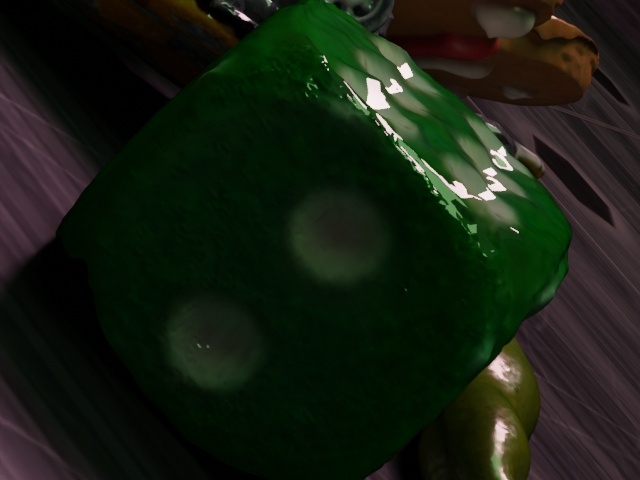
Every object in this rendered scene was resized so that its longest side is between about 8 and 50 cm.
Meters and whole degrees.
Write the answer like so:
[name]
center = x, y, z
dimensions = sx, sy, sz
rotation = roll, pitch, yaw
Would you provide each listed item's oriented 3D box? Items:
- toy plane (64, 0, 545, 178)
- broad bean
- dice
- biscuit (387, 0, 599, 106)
[toy plane]
center = -0.061, -0.107, 0.767
dimensions = 0.316, 0.103, 0.204
rotation = 42, -12, -4
[broad bean]
center = 0.063, 0.066, 0.745
dimensions = 0.070, 0.048, 0.213
rotation = 36, 19, -28
[dice]
center = 0.000, 0.000, 0.622
dimensions = 0.131, 0.120, 0.128
rotation = 45, 17, 1
[biscuit]
center = 0.016, -0.124, 0.925
dimensions = 0.216, 0.047, 0.340
rotation = 9, -11, 41
